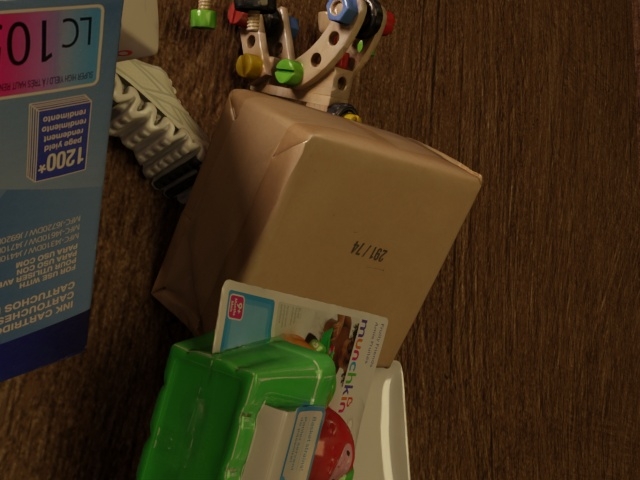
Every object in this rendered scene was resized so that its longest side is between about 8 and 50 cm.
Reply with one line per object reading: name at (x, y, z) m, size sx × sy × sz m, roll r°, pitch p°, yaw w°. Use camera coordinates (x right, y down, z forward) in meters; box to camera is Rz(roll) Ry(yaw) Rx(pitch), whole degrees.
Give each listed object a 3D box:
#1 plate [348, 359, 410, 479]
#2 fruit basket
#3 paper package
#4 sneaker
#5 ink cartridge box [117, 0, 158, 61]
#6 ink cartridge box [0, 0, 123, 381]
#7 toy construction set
plate at (0.028, 0.309, 1.110) m, size 0.278 × 0.045 × 0.277 m, roll 8°, pitch 75°, yaw -47°
fruit basket at (-0.031, 0.227, 0.873) m, size 0.353 × 0.165 × 0.327 m, roll 20°, pitch 84°, yaw -52°
paper package at (0.000, 0.000, 1.015) m, size 0.325 × 0.168 × 0.309 m, roll 10°, pitch 110°, yaw -43°
sneaker at (-0.201, -0.150, 0.997) m, size 0.292 × 0.110 × 0.118 m, roll 43°, pitch 43°, yaw -34°
ink cartridge box at (-0.301, -0.251, 0.741) m, size 0.283 × 0.207 × 0.117 m, roll 20°, pitch 63°, yaw -76°
ink cartridge box at (-0.309, -0.014, 0.570) m, size 0.270 × 0.151 × 0.395 m, roll -19°, pitch 140°, yaw -41°
toy construction set at (-0.016, -0.232, 1.180) m, size 0.309 × 0.258 × 0.237 m, roll -21°, pitch 116°, yaw -71°
